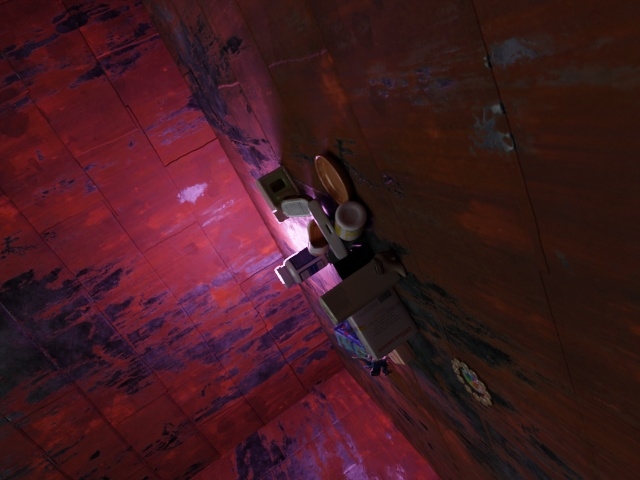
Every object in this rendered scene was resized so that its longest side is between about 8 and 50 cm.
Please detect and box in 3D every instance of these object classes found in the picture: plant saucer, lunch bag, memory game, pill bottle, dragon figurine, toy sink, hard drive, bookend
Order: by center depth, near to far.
[{"bbox_3d":[0.502,0.470,1.458,0.186,0.012,0.186,54,167,19],"label":"memory game"},{"bbox_3d":[0.049,-0.209,1.492,0.200,0.037,0.200,53,166,18],"label":"plant saucer"},{"bbox_3d":[0.100,-0.059,1.496,0.103,0.103,0.184,55,172,13],"label":"pill bottle"},{"bbox_3d":[0.109,0.077,1.682,0.072,0.156,0.157,59,168,-6],"label":"bookend"},{"bbox_3d":[0.024,-0.057,1.725,0.233,0.047,0.353,59,-178,-6],"label":"hard drive"},{"bbox_3d":[-0.186,-0.220,2.108,0.234,0.153,0.131,60,167,-5],"label":"toy sink"},{"bbox_3d":[0.285,0.665,2.335,0.085,0.289,0.144,40,121,48],"label":"dragon figurine"},{"bbox_3d":[-0.104,0.139,2.397,0.153,0.265,0.153,54,167,19],"label":"pill bottle"},{"bbox_3d":[0.242,0.625,2.645,0.293,0.138,0.221,33,154,35],"label":"lunch bag"}]

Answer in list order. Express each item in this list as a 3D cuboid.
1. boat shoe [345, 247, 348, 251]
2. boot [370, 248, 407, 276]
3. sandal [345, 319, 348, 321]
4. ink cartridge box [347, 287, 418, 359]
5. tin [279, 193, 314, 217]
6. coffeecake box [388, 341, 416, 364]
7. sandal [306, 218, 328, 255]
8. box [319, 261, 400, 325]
[{"bbox_3d":[0.119,0.067,1.889,0.133,0.049,0.042,60,138,34],"label":"boat shoe"},{"bbox_3d":[0.221,0.089,1.436,0.118,0.087,0.042,57,166,0],"label":"boot"},{"bbox_3d":[0.159,0.378,2.271,0.317,0.138,0.126,55,165,3],"label":"sandal"},{"bbox_3d":[0.209,0.278,1.675,0.278,0.201,0.117,59,168,-6],"label":"ink cartridge box"},{"bbox_3d":[-0.100,-0.152,1.977,0.190,0.040,0.106,-3,130,35],"label":"tin"},{"bbox_3d":[0.339,0.478,1.973,0.142,0.068,0.185,55,168,8],"label":"coffeecake box"},{"bbox_3d":[-0.009,0.005,2.087,0.076,0.102,0.265,52,165,37],"label":"sandal"},{"bbox_3d":[0.136,0.173,1.530,0.113,0.275,0.094,55,167,18],"label":"box"}]
